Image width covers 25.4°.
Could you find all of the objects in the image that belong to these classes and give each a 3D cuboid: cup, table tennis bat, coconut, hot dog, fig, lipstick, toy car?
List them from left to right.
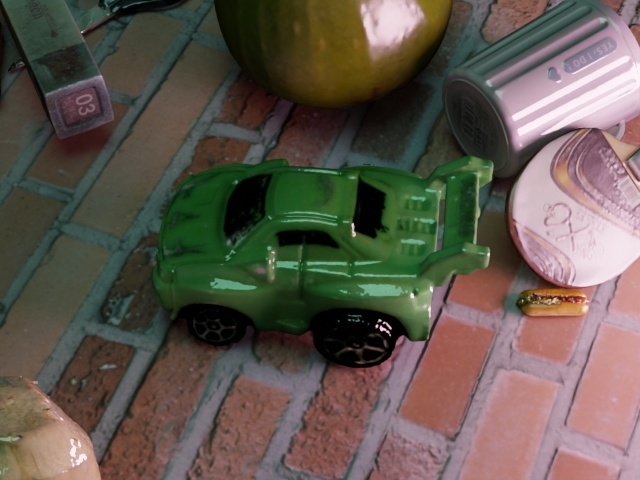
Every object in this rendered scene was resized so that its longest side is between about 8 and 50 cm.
[{"bbox_3d":[-0.295,0.238,1.348,0.194,0.194,0.194,1,51,-2],"label":"coconut"},{"bbox_3d":[-0.355,-0.277,1.787,0.076,0.080,0.371,-22,50,-11],"label":"lipstick"},{"bbox_3d":[0.000,0.000,1.546,0.358,0.176,0.213,7,51,4],"label":"toy car"},{"bbox_3d":[0.009,-0.320,1.712,0.316,0.316,0.316,1,51,-2],"label":"fig"},{"bbox_3d":[0.262,0.068,1.601,0.083,0.021,0.037,-2,50,-5],"label":"hot dog"},{"bbox_3d":[0.281,-0.164,1.698,0.202,0.167,0.221,-29,56,-20],"label":"cup"},{"bbox_3d":[0.341,-0.064,1.651,0.301,0.022,0.173,-35,95,-19],"label":"table tennis bat"}]

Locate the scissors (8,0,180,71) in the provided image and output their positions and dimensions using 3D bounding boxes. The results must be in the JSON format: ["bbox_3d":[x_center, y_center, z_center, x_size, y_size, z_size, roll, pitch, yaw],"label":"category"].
[{"bbox_3d":[-0.291,-0.300,1.869,0.300,0.022,0.109,-37,58,-27],"label":"scissors"}]

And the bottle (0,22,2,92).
[{"bbox_3d":[-0.431,-0.240,1.794,0.060,0.060,0.164,-4,52,-6],"label":"bottle"}]
